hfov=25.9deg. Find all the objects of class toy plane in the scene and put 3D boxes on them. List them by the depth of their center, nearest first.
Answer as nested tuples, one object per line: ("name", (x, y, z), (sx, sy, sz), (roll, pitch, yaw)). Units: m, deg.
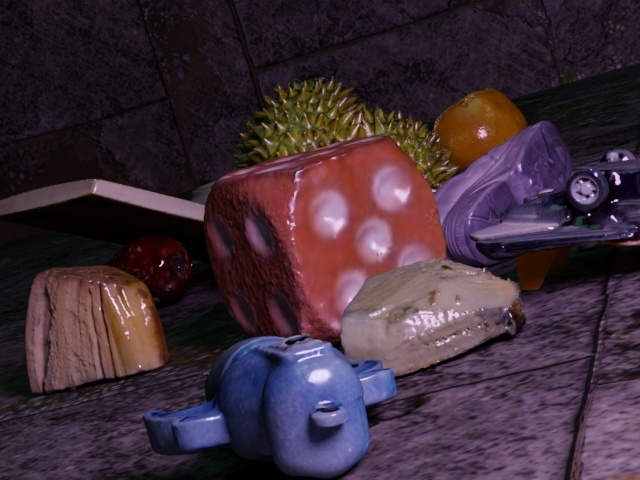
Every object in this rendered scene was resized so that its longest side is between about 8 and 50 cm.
("toy plane", (0.301, -0.034, 1.181), (0.316, 0.103, 0.204), (-12, 8, 34))

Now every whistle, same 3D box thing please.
("whistle", (-0.030, 0.112, 0.977), (0.180, 0.093, 0.269), (-13, 0, -15))

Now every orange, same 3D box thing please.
("orange", (0.243, -0.164, 2.137), (0.154, 0.134, 0.155), (-10, 6, 1))

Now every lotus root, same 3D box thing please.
("lotus root", (0.093, 0.054, 1.135), (0.144, 0.070, 0.143), (-15, 8, 11))
("lotus root", (-0.229, 0.091, 1.464), (0.159, 0.135, 0.095), (0, 12, 20))

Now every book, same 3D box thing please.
("book", (-0.212, -0.019, 1.861), (0.389, 0.032, 0.269), (13, -14, -39))

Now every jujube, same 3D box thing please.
("jujube", (-0.231, 0.041, 1.840), (0.104, 0.104, 0.166), (-24, 10, -40))

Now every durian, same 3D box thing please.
("durian", (0.016, -0.071, 1.668), (0.291, 0.225, 0.291), (24, 0, 0))

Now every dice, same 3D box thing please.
("dice", (0.000, 0.000, 1.337), (0.175, 0.179, 0.174), (-24, 10, -29))

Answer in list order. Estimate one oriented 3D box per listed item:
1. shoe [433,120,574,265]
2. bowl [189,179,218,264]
("shoe", (0.179, -0.045, 1.516), (0.137, 0.095, 0.245), (-8, 25, 43))
("bowl", (-0.135, -0.044, 2.204), (0.211, 0.112, 0.211), (-19, 7, 2))
